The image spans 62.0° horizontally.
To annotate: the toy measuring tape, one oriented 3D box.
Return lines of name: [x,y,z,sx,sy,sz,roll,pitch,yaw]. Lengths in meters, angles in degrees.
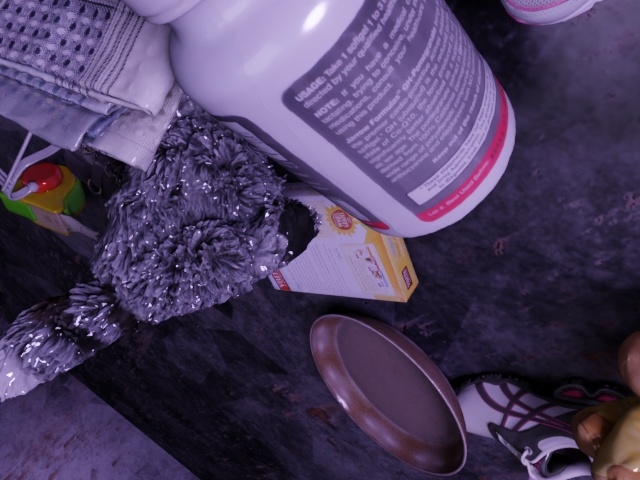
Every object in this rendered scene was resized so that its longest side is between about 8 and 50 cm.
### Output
toy measuring tape: [-0.447,-0.068,0.980,0.330,0.121,0.121,19,138,18]

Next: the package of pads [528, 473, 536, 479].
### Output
package of pads: [0.344,0.357,0.830,0.032,0.050,0.083,9,134,32]

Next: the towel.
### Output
towel: [-0.218,-0.253,0.481,0.312,0.324,0.056,24,180,17]

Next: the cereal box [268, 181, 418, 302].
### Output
cereal box: [0.000,0.000,0.742,0.240,0.047,0.173,2,128,38]

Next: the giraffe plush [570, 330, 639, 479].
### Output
giraffe plush: [0.352,0.144,0.511,0.181,0.210,0.170,28,143,53]

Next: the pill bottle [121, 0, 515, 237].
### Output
pill bottle: [0.004,-0.140,0.397,0.176,0.176,0.318,-4,155,41]

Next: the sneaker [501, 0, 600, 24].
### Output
sneaker: [0.159,-0.244,0.298,0.103,0.111,0.252,51,145,29]

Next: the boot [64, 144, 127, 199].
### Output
boot: [-0.314,-0.101,0.853,0.229,0.091,0.263,43,144,-8]

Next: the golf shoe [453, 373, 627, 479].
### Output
golf shoe: [0.279,0.256,0.727,0.273,0.120,0.105,-16,119,48]

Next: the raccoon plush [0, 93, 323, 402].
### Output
raccoon plush: [-0.202,-0.063,0.550,0.216,0.446,0.299,1,120,64]

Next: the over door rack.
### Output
over door rack: [-0.501,-0.251,0.834,0.239,0.108,0.324,43,128,3]

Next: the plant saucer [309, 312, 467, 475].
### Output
plant saucer: [0.108,0.233,0.846,0.311,0.050,0.310,35,146,29]
